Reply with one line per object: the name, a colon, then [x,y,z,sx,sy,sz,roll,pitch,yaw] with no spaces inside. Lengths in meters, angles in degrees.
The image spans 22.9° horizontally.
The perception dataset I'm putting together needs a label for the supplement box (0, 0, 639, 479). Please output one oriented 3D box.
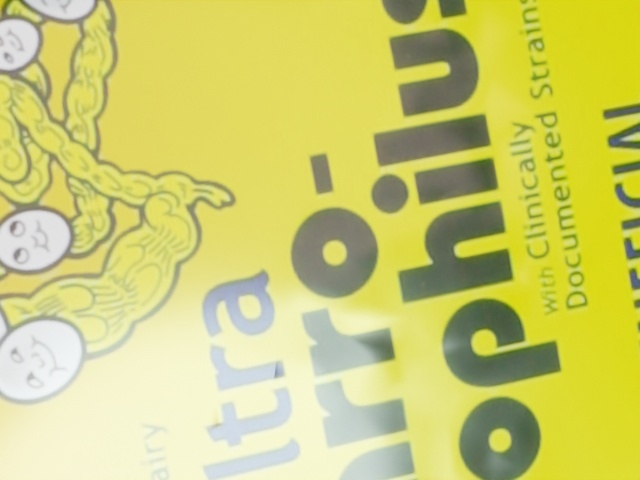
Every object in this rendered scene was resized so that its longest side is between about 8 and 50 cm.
supplement box: [0.006,0.008,0.502,0.356,0.195,0.194,-12,94,-12]
